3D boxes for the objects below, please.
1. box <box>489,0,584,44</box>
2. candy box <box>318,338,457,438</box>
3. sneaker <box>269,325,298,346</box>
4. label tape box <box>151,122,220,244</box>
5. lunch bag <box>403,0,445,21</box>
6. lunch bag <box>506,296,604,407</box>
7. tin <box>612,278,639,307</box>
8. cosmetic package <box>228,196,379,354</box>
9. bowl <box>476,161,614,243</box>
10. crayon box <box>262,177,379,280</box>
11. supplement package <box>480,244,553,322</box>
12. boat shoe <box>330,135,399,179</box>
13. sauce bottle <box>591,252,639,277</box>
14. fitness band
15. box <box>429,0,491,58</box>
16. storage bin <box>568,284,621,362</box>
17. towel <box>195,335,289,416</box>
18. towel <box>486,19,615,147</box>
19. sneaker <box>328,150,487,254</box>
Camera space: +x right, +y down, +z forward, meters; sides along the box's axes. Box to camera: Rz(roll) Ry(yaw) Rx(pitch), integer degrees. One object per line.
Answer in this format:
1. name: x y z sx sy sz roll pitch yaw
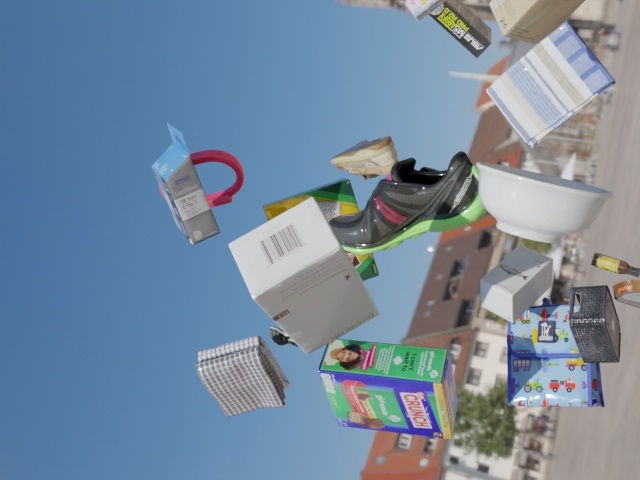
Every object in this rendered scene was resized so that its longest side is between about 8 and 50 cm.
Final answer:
1. box: 0.585 -0.646 1.753 0.311 0.148 0.121 -48 49 49
2. candy box: 0.182 0.385 1.828 0.268 0.318 0.122 72 -154 -43
3. sneaker: -0.103 0.319 2.403 0.073 0.162 0.063 -36 -54 -47
4. label tape box: -0.444 -0.181 2.215 0.106 0.241 0.333 -25 -66 -15
5. lunch bag: 0.203 -0.463 1.362 0.053 0.071 0.083 48 -163 -22
6. lunch bag: 0.629 0.301 1.910 0.138 0.221 0.293 19 -113 -53
7. tin: 0.785 0.130 1.704 0.190 0.106 0.040 15 -110 -35
8. cosmetic package: -0.024 0.093 1.586 0.156 0.217 0.385 62 -176 32
9. bowl: 0.471 -0.076 1.544 0.298 0.298 0.134 -20 -56 -68
10. crayon box: 0.000 0.000 2.483 0.106 0.313 0.362 -144 35 -78
11. supplement package: 0.518 0.112 1.864 0.179 0.105 0.105 -36 -45 -27
12. boat shoe: 0.130 -0.232 2.116 0.122 0.341 0.110 -31 -78 -15
13. sauce bottle: 0.819 0.071 1.955 0.042 0.128 0.042 -55 -24 -39
14. fitness band: -0.402 -0.206 2.398 0.054 0.291 0.209 -96 -9 -50
15. box: 0.395 -0.638 2.032 0.060 0.216 0.270 -46 8 27
16. storage bin: 0.670 0.205 1.718 0.180 0.084 0.122 56 -140 -35
17. towel: -0.259 0.469 2.380 0.121 0.235 0.283 -96 -15 -55
18. towel: 0.595 -0.402 1.846 0.285 0.209 0.034 -41 -5 41
19. sneaker: 0.210 -0.103 1.821 0.202 0.483 0.185 62 -146 -12
